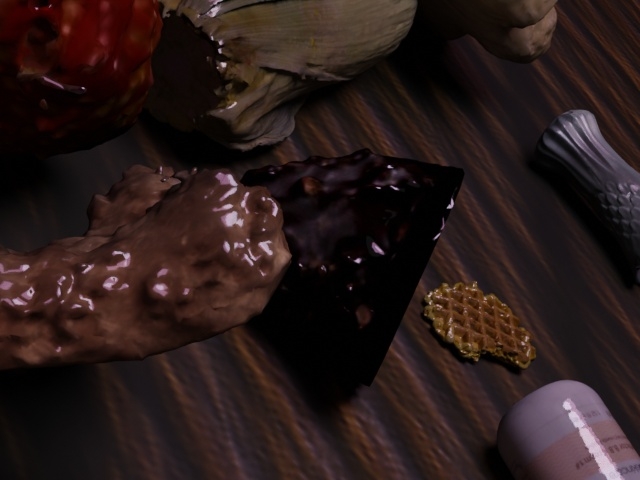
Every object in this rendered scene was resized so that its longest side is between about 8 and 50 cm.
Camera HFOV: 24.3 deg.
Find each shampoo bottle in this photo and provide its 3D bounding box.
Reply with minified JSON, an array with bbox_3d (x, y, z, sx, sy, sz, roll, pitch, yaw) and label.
[{"bbox_3d":[0.179,0.176,0.897,0.074,0.074,0.192,1,49,-43],"label":"shampoo bottle"}]

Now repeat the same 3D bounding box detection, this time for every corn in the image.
[{"bbox_3d":[-0.026,-0.155,1.059,0.122,0.123,0.305,44,34,6],"label":"corn"}]

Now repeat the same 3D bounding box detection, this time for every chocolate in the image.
[{"bbox_3d":[0.000,0.000,0.904,0.133,0.156,0.156,22,33,4],"label":"chocolate"}]

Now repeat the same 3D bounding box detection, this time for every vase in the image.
[{"bbox_3d":[0.242,-0.042,1.223,0.081,0.081,0.148,-11,53,-49],"label":"vase"}]

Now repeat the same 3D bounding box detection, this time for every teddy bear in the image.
[{"bbox_3d":[-0.192,-0.026,0.667,0.296,0.246,0.222,-23,96,-17],"label":"teddy bear"}]

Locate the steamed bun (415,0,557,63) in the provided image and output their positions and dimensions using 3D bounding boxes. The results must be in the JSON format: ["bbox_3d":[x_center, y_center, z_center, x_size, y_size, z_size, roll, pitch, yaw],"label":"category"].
[{"bbox_3d":[0.098,-0.274,1.208,0.295,0.137,0.292,31,-12,37],"label":"steamed bun"}]

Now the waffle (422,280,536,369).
[{"bbox_3d":[0.109,0.058,1.027,0.085,0.016,0.078,3,43,-43],"label":"waffle"}]

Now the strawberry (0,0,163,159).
[{"bbox_3d":[-0.214,-0.182,0.756,0.343,0.292,0.292,44,32,-10],"label":"strawberry"}]
